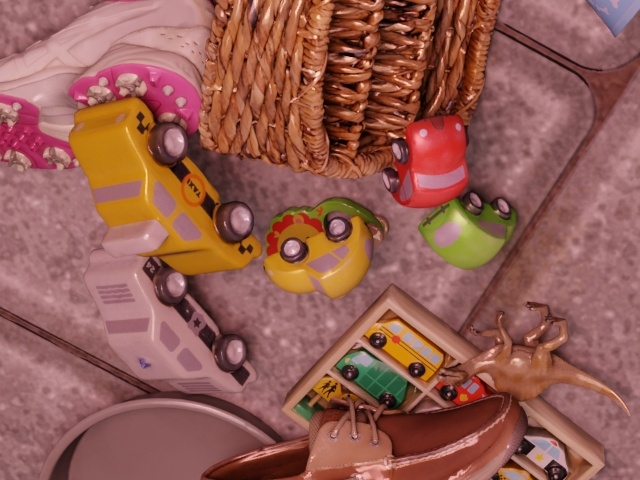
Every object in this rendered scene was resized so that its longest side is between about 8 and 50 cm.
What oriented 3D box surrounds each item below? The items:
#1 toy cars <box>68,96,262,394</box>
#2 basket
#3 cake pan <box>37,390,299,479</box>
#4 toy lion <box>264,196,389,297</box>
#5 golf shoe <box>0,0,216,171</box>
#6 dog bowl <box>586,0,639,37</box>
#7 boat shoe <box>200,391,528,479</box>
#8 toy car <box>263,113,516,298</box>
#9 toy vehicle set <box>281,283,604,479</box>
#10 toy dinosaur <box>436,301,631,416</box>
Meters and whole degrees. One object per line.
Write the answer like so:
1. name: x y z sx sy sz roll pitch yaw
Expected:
1. toy cars: -0.146 0.035 1.564 0.176 0.087 0.394 24 147 13
2. basket: 0.037 -0.198 1.437 0.223 0.213 0.299 14 117 3
3. cake pan: -0.138 0.274 1.780 0.293 0.054 0.293 4 116 8
4. toy lion: 0.000 0.000 1.643 0.096 0.034 0.100 35 116 1
5. golf shoe: -0.211 -0.144 1.573 0.306 0.140 0.115 -5 141 34
6. dog bowl: 0.296 -0.295 1.384 0.074 0.166 0.297 38 116 3
7. boat shoe: 0.032 0.206 1.631 0.324 0.123 0.116 -25 103 14
8. toy car: 0.096 -0.010 1.531 0.225 0.053 0.239 8 141 -45
9. toy vehicle set: 0.117 0.181 1.703 0.267 0.035 0.166 37 115 -9
10. toy dinosaur: 0.199 0.109 1.640 0.183 0.053 0.093 7 107 -2
